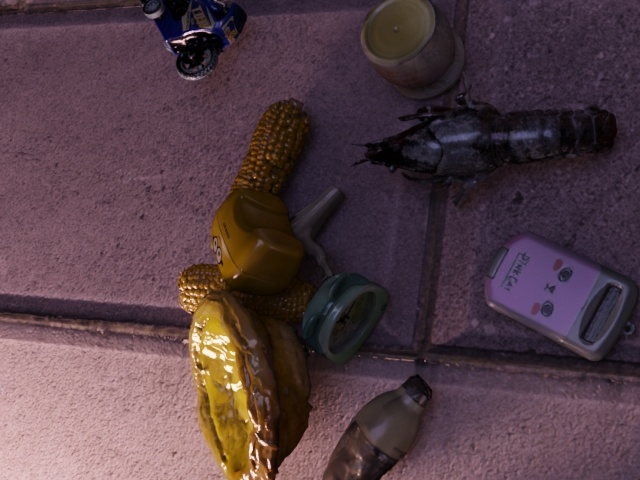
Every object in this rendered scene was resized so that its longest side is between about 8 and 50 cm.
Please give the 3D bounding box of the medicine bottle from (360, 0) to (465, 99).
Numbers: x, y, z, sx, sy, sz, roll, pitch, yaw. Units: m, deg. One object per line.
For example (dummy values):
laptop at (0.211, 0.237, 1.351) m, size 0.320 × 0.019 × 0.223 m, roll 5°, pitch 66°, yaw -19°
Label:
medicine bottle at (0.157, -0.328, 1.711) m, size 0.147 × 0.143 × 0.147 m, roll -10°, pitch 68°, yaw 25°

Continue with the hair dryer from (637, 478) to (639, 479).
hair dryer at (0.586, 0.423, 1.344) m, size 0.303 × 0.120 × 0.360 m, roll -33°, pitch 73°, yaw 20°

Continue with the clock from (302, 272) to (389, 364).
clock at (0.032, 0.115, 1.608) m, size 0.060 × 0.188 × 0.148 m, roll 34°, pitch 88°, yaw 27°

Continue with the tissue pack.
tissue pack at (-0.109, 0.008, 1.661) m, size 0.127 × 0.123 × 0.178 m, roll -55°, pitch 37°, yaw 27°

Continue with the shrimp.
shrimp at (0.256, -0.163, 1.619) m, size 0.410 × 0.166 × 0.222 m, roll -2°, pitch 101°, yaw 28°

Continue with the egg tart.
egg tart at (-0.105, 0.240, 1.610) m, size 0.132 × 0.345 × 0.346 m, roll -5°, pitch 66°, yaw -24°

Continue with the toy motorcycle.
toy motorcycle at (-0.241, -0.436, 1.938) m, size 0.168 × 0.113 × 0.315 m, roll -30°, pitch 57°, yaw 1°

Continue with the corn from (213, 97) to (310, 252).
corn at (-0.105, -0.107, 1.790) m, size 0.097 × 0.097 × 0.320 m, roll 22°, pitch 86°, yaw 27°

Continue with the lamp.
lamp at (0.083, 0.314, 1.578) m, size 0.250 × 0.101 × 0.101 m, roll -49°, pitch 63°, yaw 6°

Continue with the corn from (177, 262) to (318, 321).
corn at (-0.128, 0.091, 1.739) m, size 0.260 × 0.091 × 0.091 m, roll 6°, pitch 53°, yaw 21°

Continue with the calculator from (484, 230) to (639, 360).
calculator at (0.370, 0.084, 1.553) m, size 0.246 × 0.045 × 0.141 m, roll 29°, pitch 88°, yaw 27°

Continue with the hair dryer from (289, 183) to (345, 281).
hair dryer at (0.007, -0.018, 1.698) m, size 0.167 × 0.067 × 0.199 m, roll -56°, pitch 34°, yaw -11°
